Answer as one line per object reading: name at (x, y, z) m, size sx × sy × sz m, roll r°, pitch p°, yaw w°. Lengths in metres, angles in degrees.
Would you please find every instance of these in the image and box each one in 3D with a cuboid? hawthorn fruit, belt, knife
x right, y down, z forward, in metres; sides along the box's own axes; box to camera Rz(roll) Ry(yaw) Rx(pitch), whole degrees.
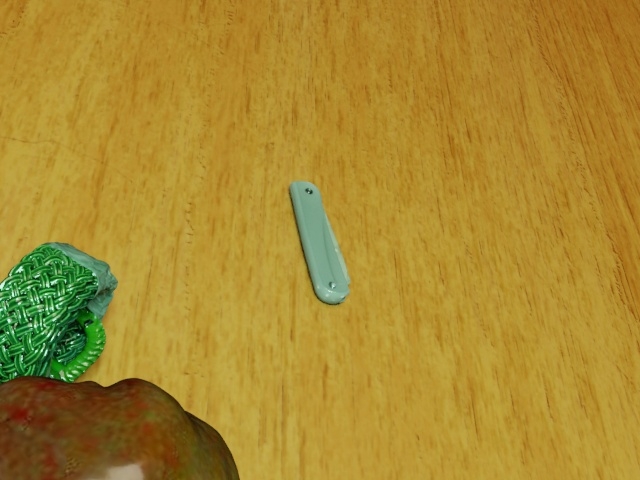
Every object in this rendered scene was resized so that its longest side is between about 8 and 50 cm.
hawthorn fruit at (-0.161, 0.215, 0.582) m, size 0.208 × 0.208 × 0.248 m, roll 17°, pitch 59°, yaw -13°
belt at (-0.215, 0.068, 0.730) m, size 0.079 × 0.121 × 0.151 m, roll 25°, pitch 26°, yaw 0°
knife at (0.000, 0.000, 0.972) m, size 0.044 × 0.023 × 0.162 m, roll 2°, pitch 50°, yaw -23°
